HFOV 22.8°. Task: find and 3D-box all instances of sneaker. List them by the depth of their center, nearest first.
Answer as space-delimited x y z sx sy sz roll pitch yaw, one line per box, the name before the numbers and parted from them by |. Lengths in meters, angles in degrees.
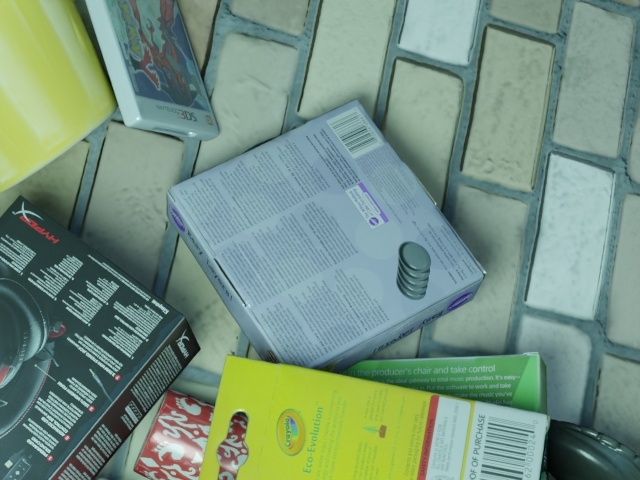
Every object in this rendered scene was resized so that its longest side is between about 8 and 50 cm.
sneaker | 0.321 0.309 1.705 0.286 0.109 0.130 44 75 1

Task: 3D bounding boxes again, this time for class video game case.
video game case | -0.182 -0.207 1.668 0.023 0.183 0.201 -22 81 20

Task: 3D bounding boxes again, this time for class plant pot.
plant pot | -0.335 -0.185 1.584 0.254 0.254 0.239 -39 104 -21

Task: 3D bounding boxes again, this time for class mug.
mug | -0.101 0.239 1.601 0.169 0.113 0.150 24 69 -5

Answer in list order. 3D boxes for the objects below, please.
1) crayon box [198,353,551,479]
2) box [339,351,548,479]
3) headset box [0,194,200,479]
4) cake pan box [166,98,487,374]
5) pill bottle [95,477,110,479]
crayon box | 0.045 0.237 1.515 0.318 0.081 0.202 12 65 2
box | 0.115 0.278 1.615 0.232 0.058 0.322 -3 73 15
headset box | -0.294 0.139 1.526 0.218 0.110 0.293 34 75 17
cake pan box | 0.000 0.000 1.681 0.246 0.070 0.267 -28 70 -23
pill bottle | -0.155 0.353 1.538 0.246 0.136 0.136 38 70 -7
